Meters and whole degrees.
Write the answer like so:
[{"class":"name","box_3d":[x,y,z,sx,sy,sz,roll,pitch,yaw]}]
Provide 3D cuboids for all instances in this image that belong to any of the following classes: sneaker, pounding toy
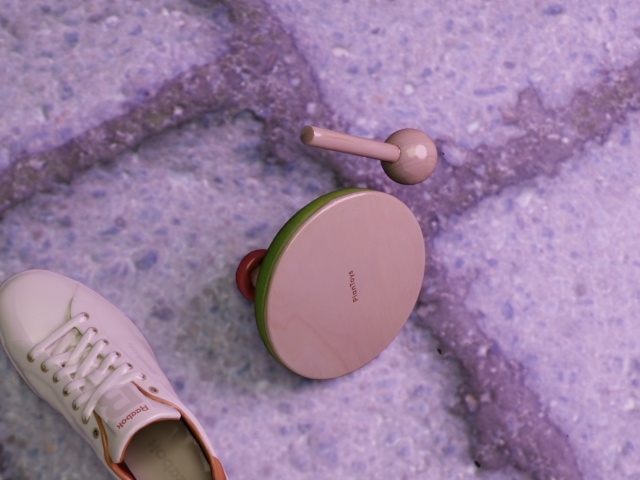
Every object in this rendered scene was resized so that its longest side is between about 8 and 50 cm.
[{"class":"sneaker","box_3d":[-0.175,0.126,0.965,0.106,0.123,0.290,-42,82,-18]},{"class":"pounding toy","box_3d":[0.000,0.000,1.037,0.183,0.110,0.236,1,109,-40]}]
